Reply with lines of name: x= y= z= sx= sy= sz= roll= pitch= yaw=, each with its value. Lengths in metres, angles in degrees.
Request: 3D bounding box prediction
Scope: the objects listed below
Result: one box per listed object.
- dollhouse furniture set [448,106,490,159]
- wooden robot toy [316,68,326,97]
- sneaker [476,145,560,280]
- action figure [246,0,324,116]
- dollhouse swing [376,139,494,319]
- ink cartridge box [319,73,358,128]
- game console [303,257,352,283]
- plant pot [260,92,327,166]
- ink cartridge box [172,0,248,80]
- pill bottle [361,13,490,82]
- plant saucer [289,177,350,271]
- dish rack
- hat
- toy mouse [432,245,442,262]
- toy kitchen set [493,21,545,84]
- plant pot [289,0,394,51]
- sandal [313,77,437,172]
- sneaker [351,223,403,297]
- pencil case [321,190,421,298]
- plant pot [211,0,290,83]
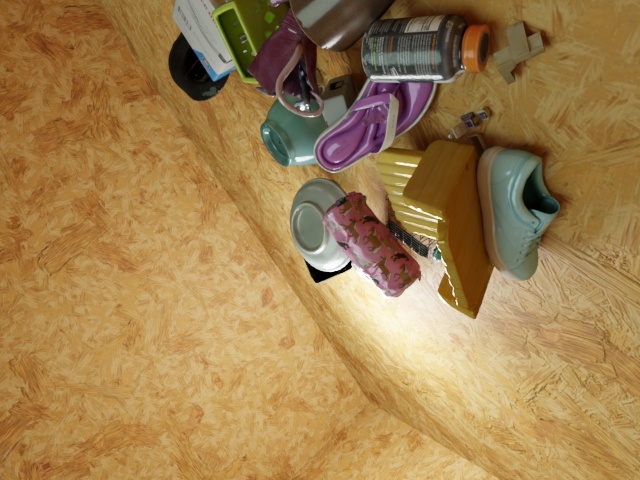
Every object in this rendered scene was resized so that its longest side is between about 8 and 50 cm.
dollhouse furniture set: x=0.354 y=-0.230 z=1.031 sx=0.114 sy=0.081 sz=0.091 roll=58 pitch=160 yaw=-13
wooden robot toy: x=-0.037 y=-0.509 z=1.449 sx=0.076 sy=0.079 sz=0.173 roll=21 pitch=142 yaw=56
sneaker: x=0.467 y=-0.038 z=1.025 sx=0.150 sy=0.135 sz=0.366 roll=24 pitch=147 yaw=55
action figure: x=-0.060 y=-0.533 z=1.118 sx=0.276 sy=0.248 sz=0.370 roll=-104 pitch=33 yaw=-61
dollhouse swing: x=0.251 y=-0.039 z=1.135 sx=0.304 sy=0.315 sz=0.347 roll=5 pitch=137 yaw=37
ink cartridge box: x=0.062 y=-0.383 z=1.287 sx=0.072 sy=0.175 sz=0.128 roll=-9 pitch=126 yaw=20
game console: x=0.000 y=0.000 z=2.055 sx=0.044 sy=0.213 sz=0.362 roll=173 pitch=73 yaw=-80
plant pot: x=-0.091 y=-0.387 z=1.604 sx=0.293 sy=0.196 sz=0.293 roll=45 pitch=158 yaw=23
ink cartridge box: x=-0.359 y=-0.782 z=1.582 sx=0.286 sy=0.166 sz=0.395 roll=58 pitch=161 yaw=-15
pill bottle: x=0.220 y=-0.397 z=0.934 sx=0.245 sy=0.130 sz=0.131 roll=14 pitch=141 yaw=33
plant saucer: x=-0.020 y=-0.059 z=1.870 sx=0.400 sy=0.100 sz=0.401 roll=14 pitch=109 yaw=45
dish rack: x=0.300 y=-0.070 z=1.446 sx=0.208 sy=0.074 sz=0.272 roll=42 pitch=160 yaw=32
hat: x=-0.481 y=-0.756 z=1.916 sx=0.331 sy=0.331 sz=0.134 roll=49 pitch=-157 yaw=12
toy mouse: x=0.413 y=0.069 z=1.475 sx=0.161 sy=0.031 sz=0.143 roll=55 pitch=160 yaw=-5
toy kitchen set: x=0.379 y=-0.358 z=0.847 sx=0.083 sy=0.075 sz=0.068 roll=-16 pitch=70 yaw=36
plant pot: x=0.082 y=-0.556 z=0.956 sx=0.230 sy=0.215 sz=0.215 roll=-7 pitch=119 yaw=52
sandal: x=0.133 y=-0.296 z=1.143 sx=0.169 sy=0.102 sz=0.416 roll=38 pitch=131 yaw=-12
sneaker: x=0.205 y=0.060 z=1.772 sx=0.210 sy=0.137 sz=0.366 roll=24 pitch=148 yaw=50
pencil case: x=0.176 y=0.016 z=1.534 sx=0.386 sy=0.160 sz=0.167 roll=51 pitch=148 yaw=0
plant pot: x=-0.160 y=-0.621 z=1.332 sx=0.228 sy=0.207 sz=0.227 roll=30 pitch=151 yaw=56
